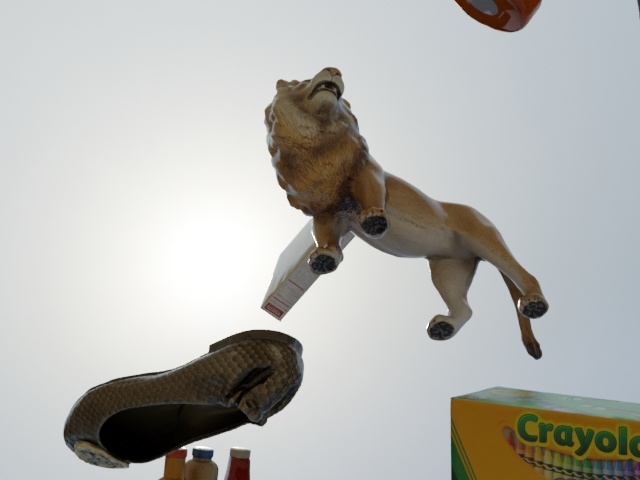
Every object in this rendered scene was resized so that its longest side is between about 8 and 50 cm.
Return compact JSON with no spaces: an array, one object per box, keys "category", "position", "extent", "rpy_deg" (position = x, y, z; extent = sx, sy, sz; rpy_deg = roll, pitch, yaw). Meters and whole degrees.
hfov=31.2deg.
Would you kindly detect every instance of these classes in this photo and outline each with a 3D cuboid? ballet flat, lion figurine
[{"category":"ballet flat","position":[-0.108,0.131,0.843],"extent":[0.250,0.084,0.058],"rpy_deg":[-25,-131,36]},{"category":"lion figurine","position":[0.096,-0.025,1.311],"extent":[0.142,0.392,0.240],"rpy_deg":[-43,-154,23]}]

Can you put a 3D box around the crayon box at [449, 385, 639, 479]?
[{"category":"crayon box","position":[0.244,0.222,0.970],"extent":[0.279,0.165,0.081],"rpy_deg":[1,-178,42]}]

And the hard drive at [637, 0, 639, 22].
[{"category":"hard drive","position":[0.356,-0.228,1.050],"extent":[0.047,0.233,0.353],"rpy_deg":[1,-143,28]}]

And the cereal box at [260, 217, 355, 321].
[{"category":"cereal box","position":[0.000,0.000,1.828],"extent":[0.240,0.047,0.173],"rpy_deg":[-49,-168,31]}]

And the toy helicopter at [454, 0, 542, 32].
[{"category":"toy helicopter","position":[0.074,-0.338,0.915],"extent":[0.355,0.235,0.140],"rpy_deg":[34,-100,12]}]

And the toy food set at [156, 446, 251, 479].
[{"category":"toy food set","position":[-0.070,0.279,1.251],"extent":[0.232,0.104,0.111],"rpy_deg":[6,178,-14]}]
